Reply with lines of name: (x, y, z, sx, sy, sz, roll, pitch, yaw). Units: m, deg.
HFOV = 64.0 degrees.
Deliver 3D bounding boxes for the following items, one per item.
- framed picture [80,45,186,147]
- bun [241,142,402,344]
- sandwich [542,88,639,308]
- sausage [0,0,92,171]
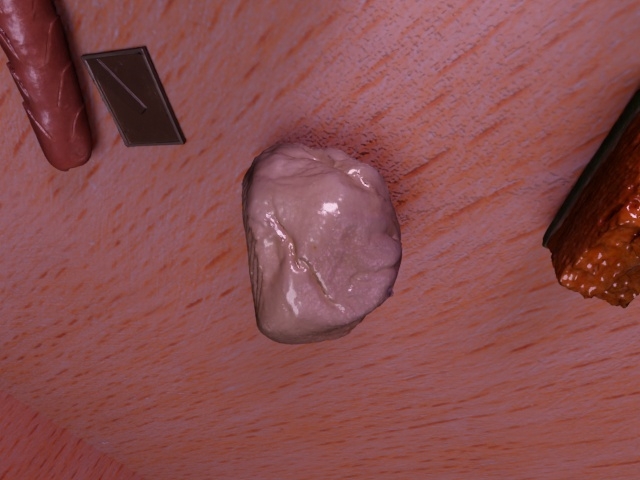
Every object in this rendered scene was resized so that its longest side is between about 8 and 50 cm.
framed picture: (-0.270, -0.203, 0.745, 0.109, 0.011, 0.149, 1, 131, 20)
bun: (0.002, 0.008, 0.689, 0.205, 0.281, 0.281, -6, 133, -7)
sandwich: (0.332, -0.033, 0.547, 0.109, 0.212, 0.292, 29, 151, 15)
sausage: (-0.385, -0.271, 0.680, 0.088, 0.087, 0.433, 12, 135, 11)
